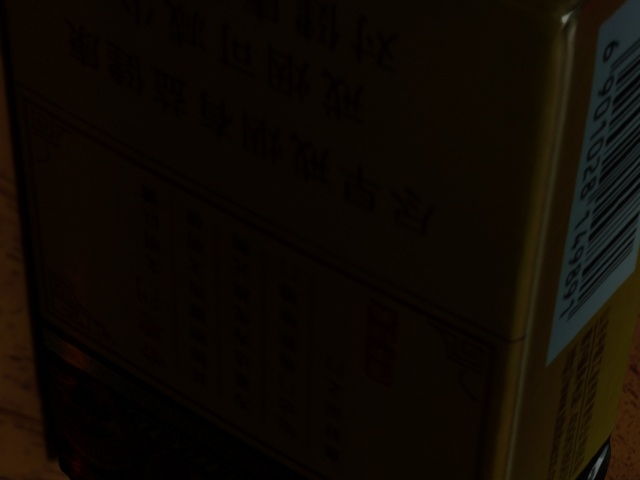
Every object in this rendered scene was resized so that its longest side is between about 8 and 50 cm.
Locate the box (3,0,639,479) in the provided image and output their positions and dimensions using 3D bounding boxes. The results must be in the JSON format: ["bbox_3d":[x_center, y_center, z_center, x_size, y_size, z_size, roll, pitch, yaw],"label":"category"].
[{"bbox_3d":[0.000,0.001,0.768,0.116,0.264,0.415,-44,148,-36],"label":"box"}]
